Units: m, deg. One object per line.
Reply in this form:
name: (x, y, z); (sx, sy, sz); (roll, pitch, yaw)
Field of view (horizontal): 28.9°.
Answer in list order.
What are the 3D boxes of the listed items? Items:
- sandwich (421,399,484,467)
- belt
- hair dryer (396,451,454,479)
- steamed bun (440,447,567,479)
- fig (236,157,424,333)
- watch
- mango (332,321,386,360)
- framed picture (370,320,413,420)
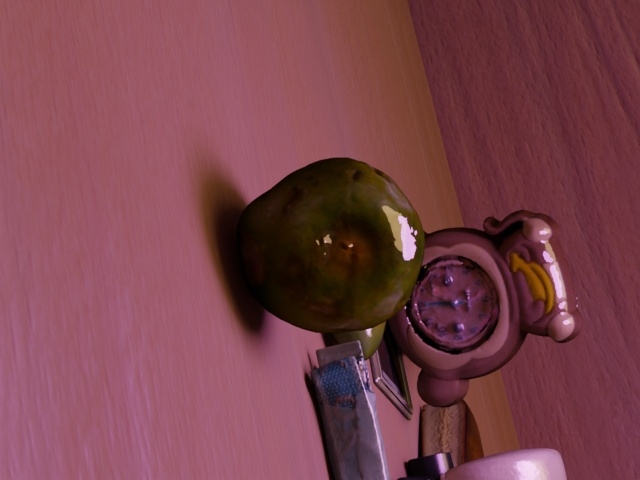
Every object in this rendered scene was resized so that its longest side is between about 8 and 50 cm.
sandwich: (0.222, 0.364, 2.112); (0.258, 0.094, 0.096); (-76, 144, -64)
belt: (0.049, 0.271, 1.513); (0.087, 0.072, 0.302); (46, 30, -69)
hair dryer: (0.155, 0.383, 1.876); (0.219, 0.071, 0.124); (27, 48, -64)
steamed bun: (0.297, 0.396, 1.899); (0.241, 0.164, 0.146); (21, 56, -66)
fig: (0.000, 0.000, 1.431); (0.275, 0.206, 0.206); (-158, -131, -78)
watch: (0.286, 0.093, 2.112); (0.327, 0.335, 0.314); (-7, 81, -69)
mango: (0.047, 0.062, 1.738); (0.137, 0.091, 0.237); (62, 16, -24)
framed picture: (0.101, 0.139, 2.044); (0.216, 0.016, 0.273); (51, 26, -60)
